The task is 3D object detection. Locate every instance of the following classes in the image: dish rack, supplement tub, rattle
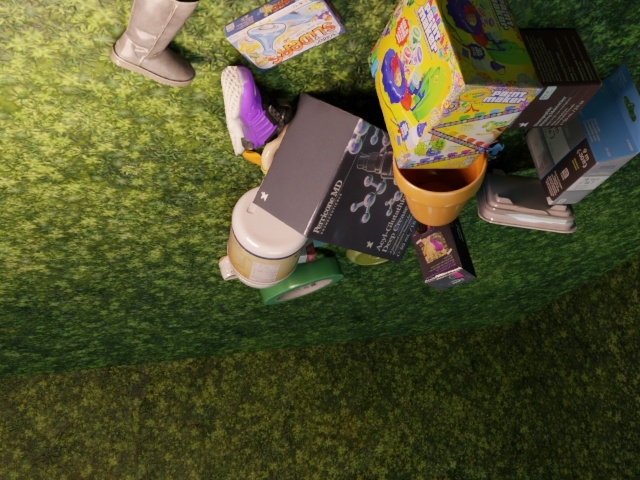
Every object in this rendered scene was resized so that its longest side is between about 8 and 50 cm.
[{"bbox_3d":[0.621,-0.133,1.979,0.286,0.332,0.072,9,118,6],"label":"dish rack"},{"bbox_3d":[-0.163,0.000,1.969,0.229,0.228,0.316,-6,157,-15],"label":"supplement tub"},{"bbox_3d":[-0.097,-0.264,1.651,0.130,0.142,0.199,10,113,-30],"label":"rattle"}]

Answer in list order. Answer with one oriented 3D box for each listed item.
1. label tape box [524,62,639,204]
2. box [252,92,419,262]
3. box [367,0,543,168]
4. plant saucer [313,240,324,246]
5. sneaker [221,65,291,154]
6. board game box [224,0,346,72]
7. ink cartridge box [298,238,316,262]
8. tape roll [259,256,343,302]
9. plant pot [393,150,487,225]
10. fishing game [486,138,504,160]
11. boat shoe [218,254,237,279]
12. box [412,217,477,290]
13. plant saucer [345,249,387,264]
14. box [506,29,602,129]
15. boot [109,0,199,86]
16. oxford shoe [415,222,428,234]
[{"bbox_3d":[0.709,-0.280,1.754,0.106,0.240,0.333,-3,155,-18],"label":"label tape box"},{"bbox_3d":[0.084,-0.144,1.618,0.396,0.212,0.293,15,104,-48],"label":"box"},{"bbox_3d":[0.254,-0.339,1.315,0.177,0.289,0.279,-3,155,-22],"label":"box"},{"bbox_3d":[0.000,0.000,2.326,0.192,0.018,0.067,-17,157,8],"label":"plant saucer"},{"bbox_3d":[-0.137,-0.302,1.461,0.146,0.102,0.293,-13,162,-10],"label":"sneaker"},{"bbox_3d":[-0.068,-0.418,1.289,0.201,0.035,0.136,-21,156,20],"label":"board game box"},{"bbox_3d":[-0.093,0.024,2.227,0.135,0.099,0.056,-8,157,-13],"label":"ink cartridge box"},{"bbox_3d":[-0.074,0.156,2.486,0.322,0.077,0.321,-20,168,-4],"label":"tape roll"},{"bbox_3d":[0.270,-0.136,1.511,0.205,0.205,0.188,-12,148,-2],"label":"plant pot"},{"bbox_3d":[0.449,-0.235,1.909,0.189,0.041,0.264,-19,173,11],"label":"fishing game"},{"bbox_3d":[-0.224,0.102,2.343,0.277,0.096,0.098,-5,155,-18],"label":"boat shoe"},{"bbox_3d":[0.415,0.016,2.249,0.143,0.270,0.165,-23,156,24],"label":"box"},{"bbox_3d":[0.217,0.043,2.513,0.241,0.037,0.241,-10,157,-5],"label":"plant saucer"},{"bbox_3d":[0.498,-0.372,1.519,0.203,0.166,0.168,-6,156,-15],"label":"box"},{"bbox_3d":[-0.279,-0.390,1.221,0.190,0.076,0.208,5,145,-40],"label":"boot"},{"bbox_3d":[0.239,-0.093,1.902,0.130,0.122,0.348,-12,-162,12],"label":"oxford shoe"}]
